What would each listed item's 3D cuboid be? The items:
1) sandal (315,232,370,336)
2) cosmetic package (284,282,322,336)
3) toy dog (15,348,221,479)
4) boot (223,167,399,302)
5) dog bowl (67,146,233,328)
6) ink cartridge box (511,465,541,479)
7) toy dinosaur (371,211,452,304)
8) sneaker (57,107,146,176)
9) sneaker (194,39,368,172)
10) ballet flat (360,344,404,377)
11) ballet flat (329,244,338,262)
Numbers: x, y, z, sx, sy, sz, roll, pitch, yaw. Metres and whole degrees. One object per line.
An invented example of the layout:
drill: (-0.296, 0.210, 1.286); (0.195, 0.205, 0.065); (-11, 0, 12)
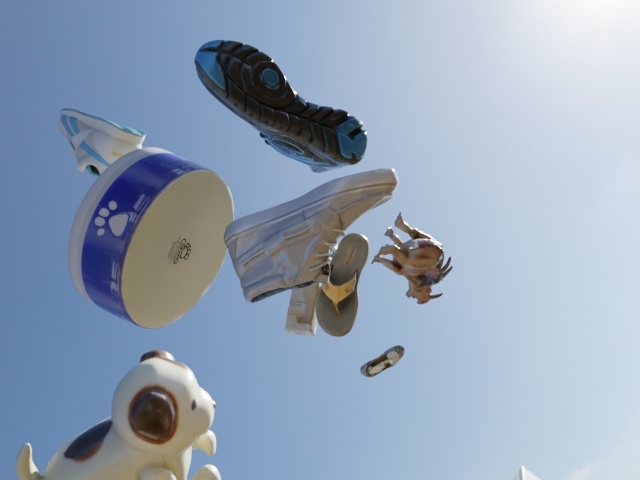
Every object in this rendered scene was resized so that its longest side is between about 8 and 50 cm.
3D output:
sandal: (0.035, 0.066, 1.099); (0.049, 0.072, 0.180); (58, -134, -66)
cosmetic package: (-0.035, 0.144, 1.440); (0.041, 0.060, 0.115); (54, -140, -59)
toy dog: (-0.391, 0.429, 1.440); (0.395, 0.284, 0.408); (33, -75, -10)
boot: (0.000, 0.000, 0.927); (0.258, 0.123, 0.095); (-22, -16, 11)
dog bowl: (-0.252, -0.002, 1.042); (0.265, 0.104, 0.265); (-48, -29, -39)
ink cartridge box: (0.342, 0.418, 1.043); (0.062, 0.109, 0.209); (-56, -14, 6)
toy dinosaur: (0.240, 0.043, 1.613); (0.127, 0.200, 0.296); (-62, -2, -17)
sneaker: (-0.367, -0.154, 1.086); (0.087, 0.228, 0.092); (14, -84, -42)
sneaker: (-0.084, -0.216, 1.188); (0.341, 0.139, 0.125); (32, -117, -24)
ballet flat: (0.144, 0.273, 1.507); (0.114, 0.041, 0.041); (-28, -41, -12)
ballet flat: (0.002, 0.024, 1.379); (0.070, 0.188, 0.070); (-1, -88, -30)
